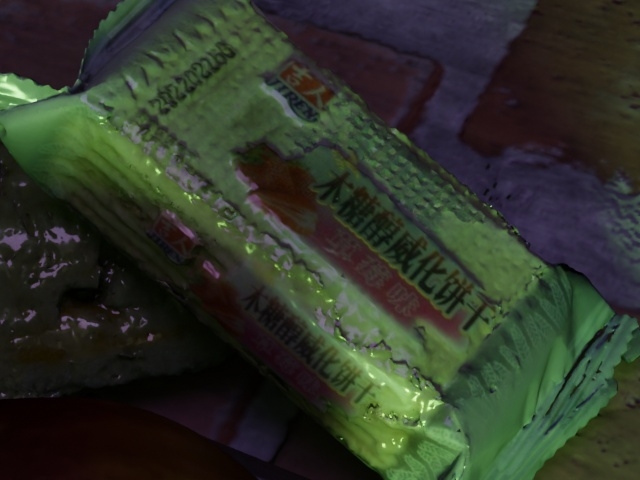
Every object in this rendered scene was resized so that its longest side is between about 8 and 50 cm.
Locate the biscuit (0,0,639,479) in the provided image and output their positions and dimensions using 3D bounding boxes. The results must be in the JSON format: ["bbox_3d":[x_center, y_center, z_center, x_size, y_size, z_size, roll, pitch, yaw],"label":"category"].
[{"bbox_3d":[0.003,-0.002,0.896,0.309,0.079,0.186,42,49,5],"label":"biscuit"}]

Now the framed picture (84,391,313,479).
[{"bbox_3d":[-0.063,0.148,0.853,0.168,0.023,0.128,20,51,16],"label":"framed picture"}]

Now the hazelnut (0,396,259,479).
[{"bbox_3d":[-0.106,0.188,0.712,0.217,0.217,0.251,13,66,10],"label":"hazelnut"}]

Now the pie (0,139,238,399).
[{"bbox_3d":[-0.148,-0.007,0.947,0.248,0.090,0.201,-10,44,-15],"label":"pie"}]
